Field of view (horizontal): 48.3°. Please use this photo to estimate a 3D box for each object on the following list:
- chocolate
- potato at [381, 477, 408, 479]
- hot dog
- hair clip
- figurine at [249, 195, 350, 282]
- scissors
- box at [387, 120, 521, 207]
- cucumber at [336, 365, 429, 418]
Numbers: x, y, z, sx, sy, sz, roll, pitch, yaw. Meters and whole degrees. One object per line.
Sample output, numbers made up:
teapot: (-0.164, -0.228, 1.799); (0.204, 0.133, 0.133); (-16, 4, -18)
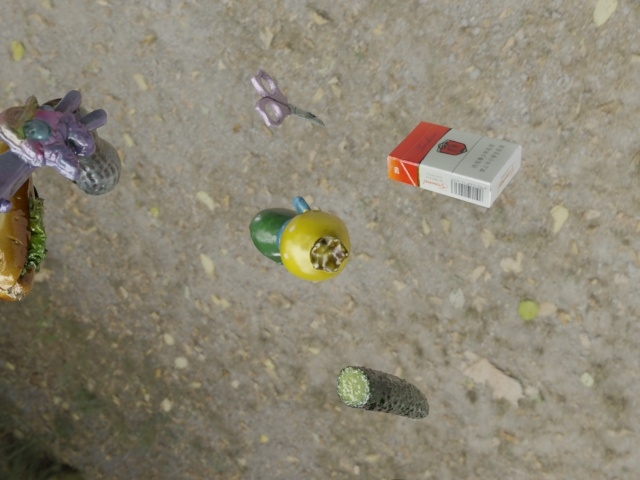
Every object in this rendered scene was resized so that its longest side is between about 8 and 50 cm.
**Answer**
chocolate: (-0.439, -0.168, 1.314); (0.110, 0.110, 0.248); (25, 160, 14)
potato: (0.098, 0.497, 1.261); (0.105, 0.188, 0.085); (52, 173, -37)
hot dog: (-0.553, -0.035, 1.301); (0.100, 0.337, 0.135); (-2, 149, -21)
hair clip: (-0.403, -0.110, 0.983); (0.137, 0.278, 0.090); (35, 156, 2)
figurine: (-0.002, 0.015, 1.152); (0.185, 0.127, 0.234); (32, 165, -33)
scissors: (-0.051, -0.239, 1.303); (0.021, 0.212, 0.110); (-20, 71, 34)
box: (0.181, -0.106, 0.969); (0.152, 0.100, 0.048); (18, 135, 31)
cucumber: (0.116, 0.247, 1.136); (0.068, 0.067, 0.293); (4, 166, 31)
